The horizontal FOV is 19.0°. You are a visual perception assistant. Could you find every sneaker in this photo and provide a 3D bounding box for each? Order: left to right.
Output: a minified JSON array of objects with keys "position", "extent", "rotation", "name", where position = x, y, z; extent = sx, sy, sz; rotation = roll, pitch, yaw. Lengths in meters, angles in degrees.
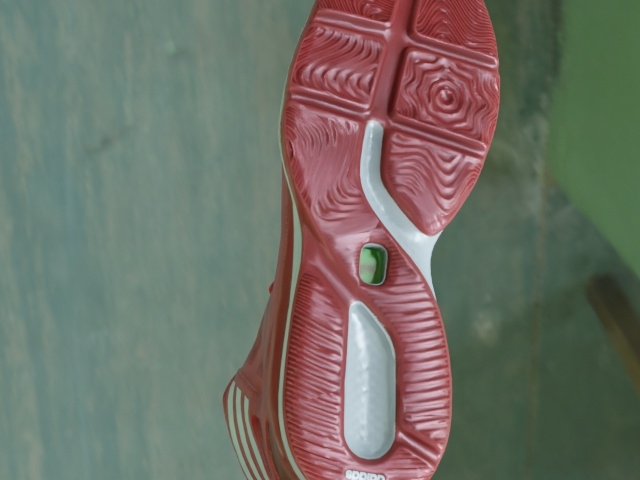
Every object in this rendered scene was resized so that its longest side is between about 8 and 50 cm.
[{"position":[0.000,0.000,0.734],"extent":[0.087,0.221,0.128],"rotation":[18,159,-17],"name":"sneaker"}]
